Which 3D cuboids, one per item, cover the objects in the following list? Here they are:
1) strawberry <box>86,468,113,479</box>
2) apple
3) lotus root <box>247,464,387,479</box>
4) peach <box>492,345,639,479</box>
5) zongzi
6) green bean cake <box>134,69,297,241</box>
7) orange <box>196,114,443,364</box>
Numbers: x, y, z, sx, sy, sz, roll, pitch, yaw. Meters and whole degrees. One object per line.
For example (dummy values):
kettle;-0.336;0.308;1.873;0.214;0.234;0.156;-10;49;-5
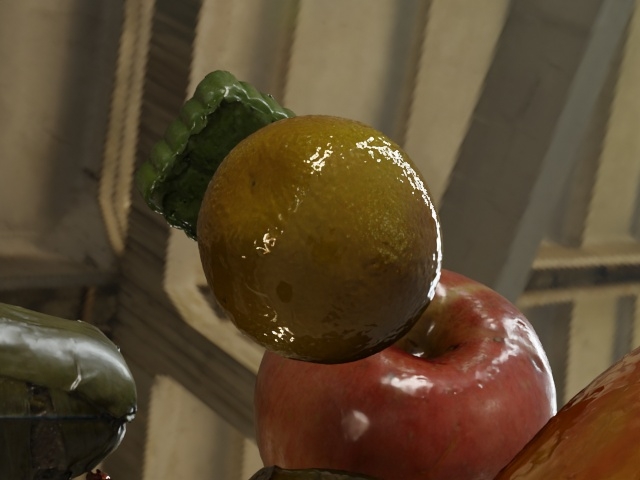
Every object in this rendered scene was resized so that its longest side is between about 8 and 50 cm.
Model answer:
strawberry;-0.180;0.332;1.378;0.085;0.140;0.192;-50;-54;-18
apple;0.096;0.215;1.532;0.364;0.364;0.364;-28;-47;-34
lotus root;0.036;0.307;1.246;0.291;0.193;0.193;29;-87;-18
peach;0.194;0.180;0.382;0.388;0.388;0.388;-28;-47;-34
zongzi;-0.354;0.073;1.227;0.356;0.174;0.393;-7;-64;-22
green bean cake;-0.116;-0.094;1.706;0.200;0.113;0.214;30;-83;-27
orange;0.000;0.000;1.164;0.236;0.236;0.236;-28;-47;-34
